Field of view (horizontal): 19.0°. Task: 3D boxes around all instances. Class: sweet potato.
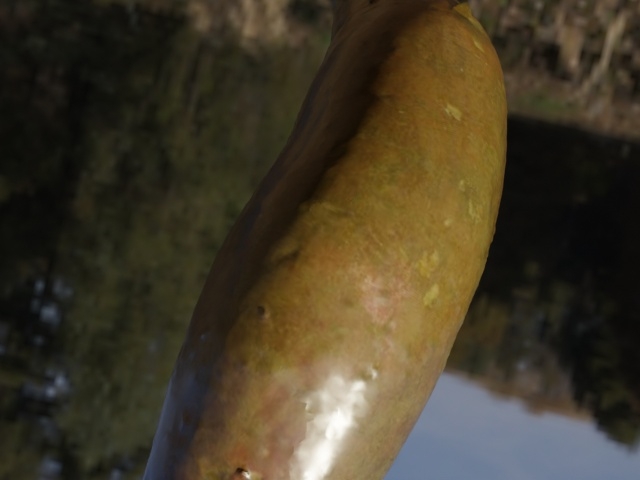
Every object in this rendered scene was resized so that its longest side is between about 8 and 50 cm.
[{"bbox_3d":[0.005,-0.005,0.606,0.079,0.346,0.108,31,150,-26],"label":"sweet potato"}]
